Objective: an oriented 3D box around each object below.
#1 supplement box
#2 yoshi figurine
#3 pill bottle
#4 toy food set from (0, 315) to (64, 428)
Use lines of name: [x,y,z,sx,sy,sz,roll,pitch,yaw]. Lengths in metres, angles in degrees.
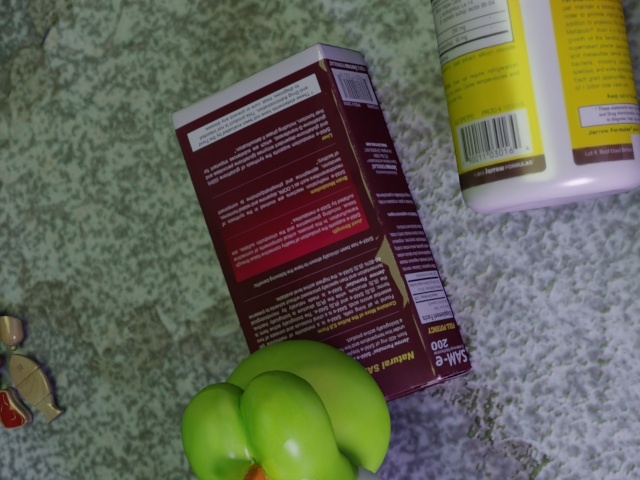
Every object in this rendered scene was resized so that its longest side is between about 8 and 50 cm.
supplement box: [0.000,0.000,0.974,0.130,0.073,0.239,-22,82,25]
yoshi figurine: [0.018,0.209,0.899,0.203,0.203,0.362,31,145,56]
pill bottle: [0.131,-0.130,0.883,0.117,0.117,0.215,-10,87,26]
toy food set: [-0.257,0.099,1.133,0.078,0.019,0.122,-30,87,24]
